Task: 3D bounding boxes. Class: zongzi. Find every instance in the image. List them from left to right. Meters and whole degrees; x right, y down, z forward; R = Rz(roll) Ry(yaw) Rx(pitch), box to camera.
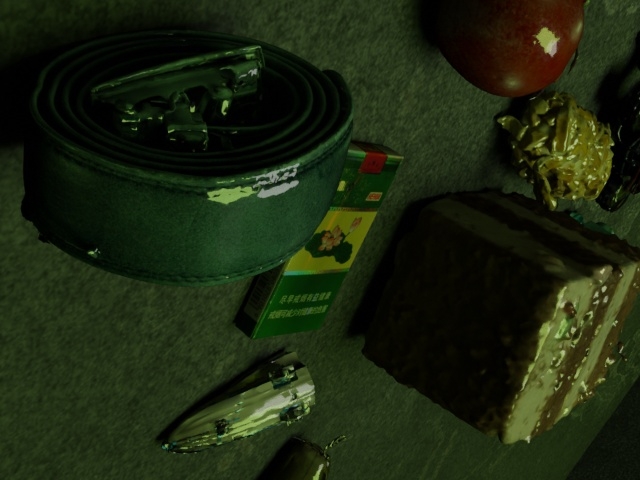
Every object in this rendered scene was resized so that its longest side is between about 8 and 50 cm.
[{"bbox_3d":[-0.037,0.357,1.363,0.189,0.081,0.178,-62,175,-14],"label":"zongzi"}]

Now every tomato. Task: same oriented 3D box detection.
[{"bbox_3d":[0.193,-0.230,0.983,0.167,0.167,0.167,-36,146,-29],"label":"tomato"}]

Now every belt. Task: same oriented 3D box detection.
[{"bbox_3d":[-0.083,-0.075,0.678,0.267,0.206,0.116,-35,146,-48],"label":"belt"}]

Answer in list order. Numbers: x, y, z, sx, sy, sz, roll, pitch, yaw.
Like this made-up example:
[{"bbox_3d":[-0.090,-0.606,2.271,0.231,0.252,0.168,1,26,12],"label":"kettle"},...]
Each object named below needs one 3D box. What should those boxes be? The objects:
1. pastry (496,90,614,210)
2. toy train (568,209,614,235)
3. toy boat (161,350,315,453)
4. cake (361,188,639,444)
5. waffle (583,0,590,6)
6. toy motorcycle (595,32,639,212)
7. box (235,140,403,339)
[{"bbox_3d":[0.331,-0.122,1.326,0.250,0.102,0.154,10,104,-56],"label":"pastry"},{"bbox_3d":[0.402,0.080,1.642,0.298,0.120,0.194,-31,148,-35],"label":"toy train"},{"bbox_3d":[-0.093,0.198,1.104,0.210,0.066,0.084,-19,103,-33],"label":"toy boat"},{"bbox_3d":[0.243,0.085,1.262,0.290,0.282,0.256,-1,115,-50],"label":"cake"},{"bbox_3d":[0.277,-0.314,1.125,0.169,0.036,0.183,-42,147,-16],"label":"waffle"},{"bbox_3d":[0.538,-0.219,1.505,0.207,0.134,0.401,-41,150,-23],"label":"toy motorcycle"},{"bbox_3d":[0.000,0.000,1.052,0.132,0.034,0.235,-1,122,-54],"label":"box"}]
